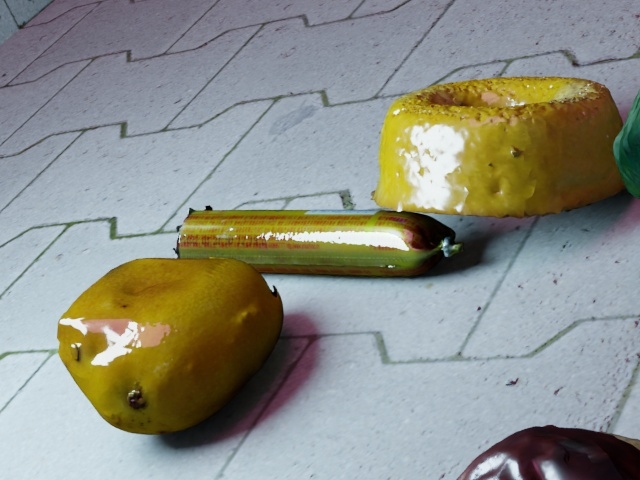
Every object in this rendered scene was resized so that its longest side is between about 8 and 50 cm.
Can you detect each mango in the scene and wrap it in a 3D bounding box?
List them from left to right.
[{"bbox_3d":[-0.128,0.096,1.489,0.166,0.136,0.236,8,33,26],"label":"mango"}]

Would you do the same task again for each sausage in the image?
[{"bbox_3d":[0.000,0.000,1.620,0.371,0.082,0.082,1,36,40],"label":"sausage"}]

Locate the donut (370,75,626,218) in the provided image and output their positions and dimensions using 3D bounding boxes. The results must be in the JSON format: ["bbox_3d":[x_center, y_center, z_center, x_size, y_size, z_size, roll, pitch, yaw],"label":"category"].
[{"bbox_3d":[0.184,-0.101,1.561,0.277,0.109,0.277,-6,14,1],"label":"donut"}]

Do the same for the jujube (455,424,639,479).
[{"bbox_3d":[0.160,0.217,0.953,0.183,0.183,0.243,-25,25,0],"label":"jujube"}]

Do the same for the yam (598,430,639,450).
[{"bbox_3d":[0.320,0.177,1.039,0.326,0.045,0.045,6,-2,45],"label":"yam"}]

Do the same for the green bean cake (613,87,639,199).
[{"bbox_3d":[0.406,-0.078,1.220,0.169,0.300,0.308,-63,-6,-9],"label":"green bean cake"}]
